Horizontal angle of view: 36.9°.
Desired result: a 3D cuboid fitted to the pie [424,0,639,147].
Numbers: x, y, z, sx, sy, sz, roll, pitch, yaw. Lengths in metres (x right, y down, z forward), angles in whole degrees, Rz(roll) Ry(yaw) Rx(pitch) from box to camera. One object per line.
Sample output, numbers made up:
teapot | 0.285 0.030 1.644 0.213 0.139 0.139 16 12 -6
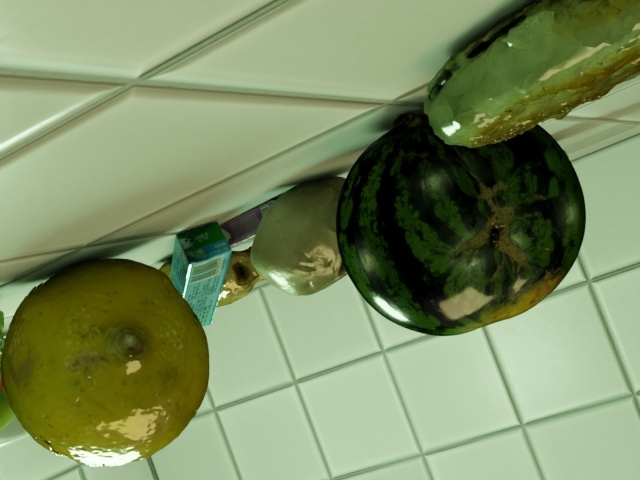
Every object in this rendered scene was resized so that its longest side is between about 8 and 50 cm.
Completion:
pie | 0.261 -0.174 0.775 0.371 0.078 0.296 -22 177 -7

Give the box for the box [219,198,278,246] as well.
box | -0.084 -0.025 1.329 0.117 0.036 0.051 -24 174 43

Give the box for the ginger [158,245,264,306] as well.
ginger | -0.164 0.060 1.706 0.363 0.122 0.348 -25 -179 -30

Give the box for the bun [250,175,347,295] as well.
bun | 0.000 0.000 1.253 0.173 0.113 0.166 -51 155 -1

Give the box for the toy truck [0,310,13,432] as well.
toy truck | -0.451 0.184 1.168 0.148 0.187 0.210 -15 179 23

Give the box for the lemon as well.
lemon | -0.262 0.148 1.187 0.258 0.258 0.310 -20 173 -18

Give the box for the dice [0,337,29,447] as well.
dice | -0.629 0.292 1.730 0.192 0.194 0.193 -22 178 27

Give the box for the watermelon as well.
watermelon | 0.149 -0.022 1.041 0.269 0.269 0.269 -21 176 -1

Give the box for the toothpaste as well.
toothpaste | -0.181 0.062 1.383 0.065 0.050 0.266 -21 160 -22

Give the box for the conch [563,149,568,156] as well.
conch | 0.416 -0.087 2.035 0.249 0.197 0.368 19 -156 29
